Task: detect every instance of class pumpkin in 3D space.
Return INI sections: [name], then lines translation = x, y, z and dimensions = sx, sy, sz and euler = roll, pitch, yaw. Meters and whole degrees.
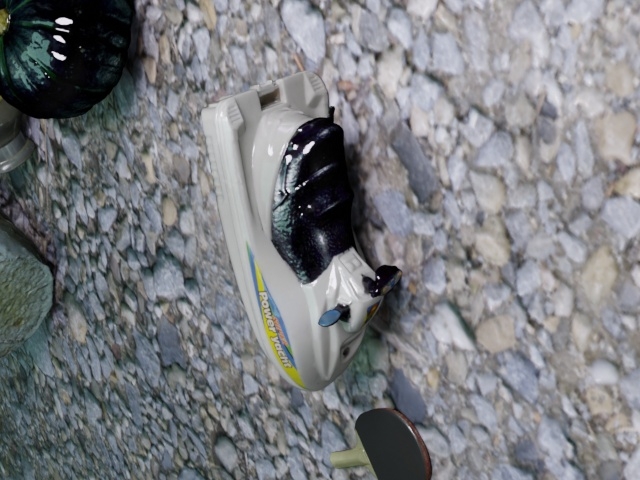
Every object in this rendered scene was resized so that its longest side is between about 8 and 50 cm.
[pumpkin]
translation = -0.279, -0.223, 1.096
dimensions = 0.194, 0.150, 0.194
euler = 33, 134, 44

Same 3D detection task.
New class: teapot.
[teapot]
translation = -0.455, -0.164, 1.421
dimensions = 0.166, 0.130, 0.119
euler = -106, -4, -57

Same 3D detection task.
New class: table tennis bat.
[table tennis bat]
translation = 0.054, 0.209, 1.021
dimensions = 0.156, 0.013, 0.087
euler = -26, 89, 56

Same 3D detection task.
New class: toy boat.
[toy boat]
translation = -0.006, -0.005, 0.877
dimensions = 0.140, 0.140, 0.270
euler = -10, 104, 56

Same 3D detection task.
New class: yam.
[yam]
translation = -0.541, 0.042, 1.583
dimensions = 0.271, 0.202, 0.201
euler = 39, 174, 27
